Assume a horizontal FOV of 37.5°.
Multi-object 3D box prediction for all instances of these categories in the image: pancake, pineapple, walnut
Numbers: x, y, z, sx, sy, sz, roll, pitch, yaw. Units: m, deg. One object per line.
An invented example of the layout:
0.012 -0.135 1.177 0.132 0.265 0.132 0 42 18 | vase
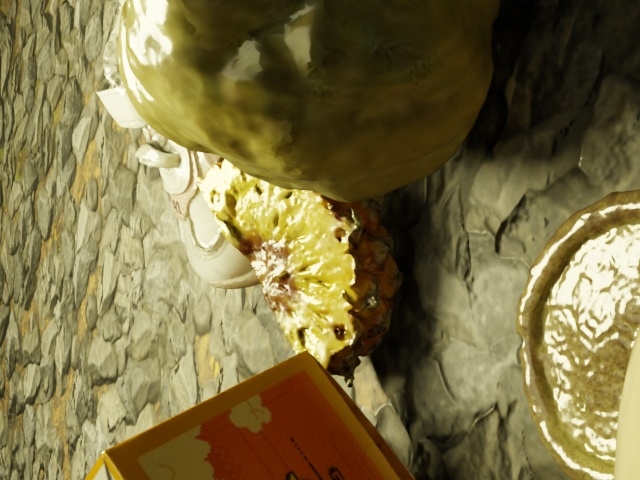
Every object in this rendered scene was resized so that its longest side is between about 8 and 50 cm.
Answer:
0.188 0.062 0.578 0.199 0.021 0.199 -11 77 57 | pancake
0.000 0.000 0.777 0.135 0.079 0.233 -34 82 23 | pineapple
-0.010 -0.179 0.673 0.253 0.277 0.282 96 -177 -49 | walnut

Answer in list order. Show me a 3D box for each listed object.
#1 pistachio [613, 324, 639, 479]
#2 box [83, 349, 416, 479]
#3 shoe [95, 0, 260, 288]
0.221 0.078 0.386 0.194 0.214 0.318 20 119 12 | pistachio
-0.060 0.285 0.723 0.259 0.214 0.283 54 133 18 | box
-0.119 -0.130 0.909 0.172 0.198 0.350 -2 84 59 | shoe
